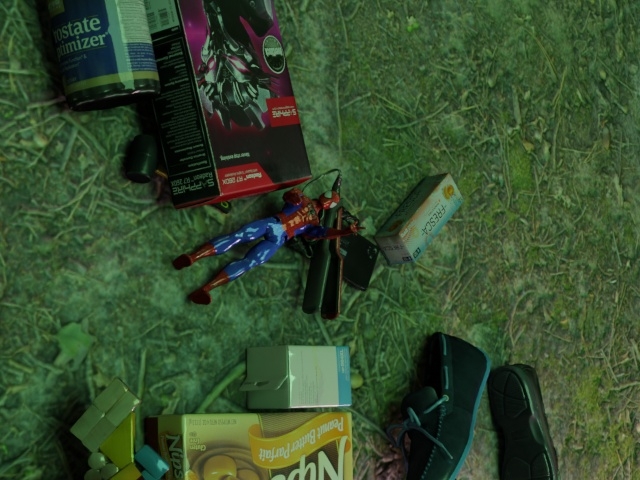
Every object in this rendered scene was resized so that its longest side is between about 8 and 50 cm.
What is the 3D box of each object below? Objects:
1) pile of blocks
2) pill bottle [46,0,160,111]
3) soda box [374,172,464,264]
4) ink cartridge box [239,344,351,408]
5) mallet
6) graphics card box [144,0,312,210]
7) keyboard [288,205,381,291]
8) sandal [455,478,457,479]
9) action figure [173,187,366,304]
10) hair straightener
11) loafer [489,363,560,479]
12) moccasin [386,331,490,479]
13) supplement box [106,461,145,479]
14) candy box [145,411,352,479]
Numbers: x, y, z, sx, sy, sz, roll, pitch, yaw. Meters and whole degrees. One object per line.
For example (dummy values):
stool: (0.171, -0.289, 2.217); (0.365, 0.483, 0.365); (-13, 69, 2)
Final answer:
pile of blocks: (-0.238, 0.351, 1.425); (0.149, 0.112, 0.362); (5, 83, -5)
pill bottle: (-0.283, -0.283, 1.491); (0.123, 0.123, 0.219); (-13, 92, -46)
soda box: (0.167, -0.037, 1.952); (0.183, 0.058, 0.063); (-47, 116, -38)
ink cartridge box: (-0.038, 0.197, 1.680); (0.143, 0.092, 0.089); (7, 78, -45)
mallet: (-0.192, -0.090, 1.619); (0.190, 0.039, 0.062); (22, 66, -46)
graphics card box: (-0.142, -0.242, 1.624); (0.233, 0.094, 0.370); (-15, 92, -56)
keyboard: (0.025, -0.003, 1.830); (0.180, 0.023, 0.108); (33, 67, -38)
sandal: (0.206, 0.413, 1.913); (0.090, 0.060, 0.219); (24, 66, -40)
action figure: (-0.055, -0.010, 1.639); (0.280, 0.139, 0.091); (-33, 103, -36)
hair straightener: (0.000, 0.000, 1.758); (0.089, 0.047, 0.230); (17, 78, -41)
loafer: (0.378, 0.365, 2.069); (0.095, 0.109, 0.302); (-5, 84, -50)
moccasin: (0.173, 0.287, 1.870); (0.117, 0.137, 0.342); (34, 38, -8)
supplement box: (-0.225, 0.376, 1.254); (0.194, 0.129, 0.191); (53, 11, 2)
candy box: (-0.090, 0.329, 1.608); (0.317, 0.088, 0.182); (8, 77, -45)
